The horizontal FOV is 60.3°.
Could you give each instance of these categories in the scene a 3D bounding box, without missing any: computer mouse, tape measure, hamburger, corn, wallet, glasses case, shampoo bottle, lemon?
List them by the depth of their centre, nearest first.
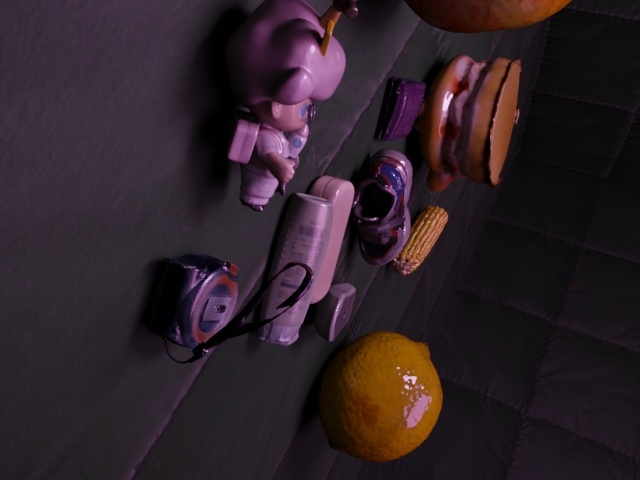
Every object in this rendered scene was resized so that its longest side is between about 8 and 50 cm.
[{"bbox_3d":[-0.078,0.067,0.545,0.107,0.180,0.104,0,92,-67],"label":"tape measure"},{"bbox_3d":[-0.037,0.042,0.767,0.072,0.049,0.212,12,103,-28],"label":"shampoo bottle"},{"bbox_3d":[0.000,0.000,0.832,0.083,0.050,0.196,-19,126,-67],"label":"glasses case"},{"bbox_3d":[0.023,0.120,0.990,0.182,0.056,0.089,-19,128,-74],"label":"computer mouse"},{"bbox_3d":[0.153,-0.242,1.019,0.166,0.030,0.111,-27,132,-61],"label":"wallet"},{"bbox_3d":[0.123,0.321,1.148,0.267,0.268,0.267,-51,152,-41],"label":"lemon"},{"bbox_3d":[0.316,-0.246,1.202,0.260,0.187,0.302,-57,146,-34],"label":"hamburger"},{"bbox_3d":[0.254,-0.006,1.410,0.248,0.081,0.081,-49,151,-40],"label":"corn"}]

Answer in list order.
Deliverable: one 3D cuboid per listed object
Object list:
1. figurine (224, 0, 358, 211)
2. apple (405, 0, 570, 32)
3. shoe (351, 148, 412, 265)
[{"bbox_3d":[-0.042,-0.141,0.531,0.137,0.112,0.228,-91,-163,-66],"label":"figurine"},{"bbox_3d":[0.223,-0.414,0.699,0.301,0.302,0.301,-51,152,-41],"label":"apple"},{"bbox_3d":[0.104,-0.041,0.973,0.125,0.100,0.227,-52,148,-57],"label":"shoe"}]
